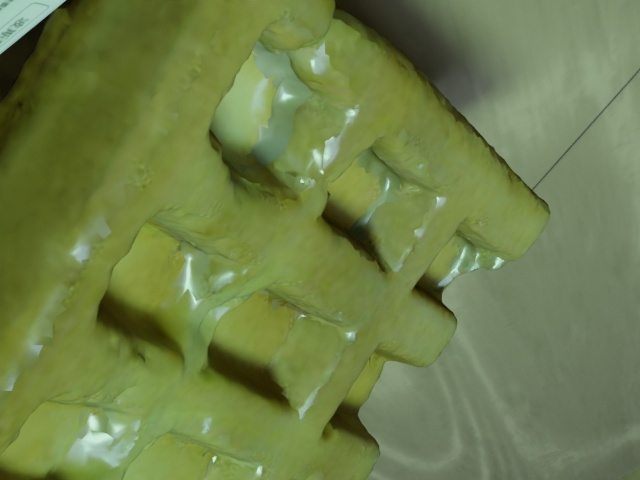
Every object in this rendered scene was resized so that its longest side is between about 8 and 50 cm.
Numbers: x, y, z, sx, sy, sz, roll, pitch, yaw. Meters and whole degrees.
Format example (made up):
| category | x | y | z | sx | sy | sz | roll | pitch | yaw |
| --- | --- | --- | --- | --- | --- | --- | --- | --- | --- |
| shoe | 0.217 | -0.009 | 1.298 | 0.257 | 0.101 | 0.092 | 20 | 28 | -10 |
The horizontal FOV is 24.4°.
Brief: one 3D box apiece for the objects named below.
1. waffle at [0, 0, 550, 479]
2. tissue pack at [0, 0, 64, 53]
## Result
| category | x | y | z | sx | sy | sz | roll | pitch | yaw |
| --- | --- | --- | --- | --- | --- | --- | --- | --- | --- |
| waffle | -0.061 | 0.058 | 0.606 | 0.348 | 0.077 | 0.304 | -58 | 148 | -1 |
| tissue pack | -0.111 | -0.106 | 0.373 | 0.149 | 0.099 | 0.106 | -34 | 159 | 19 |
